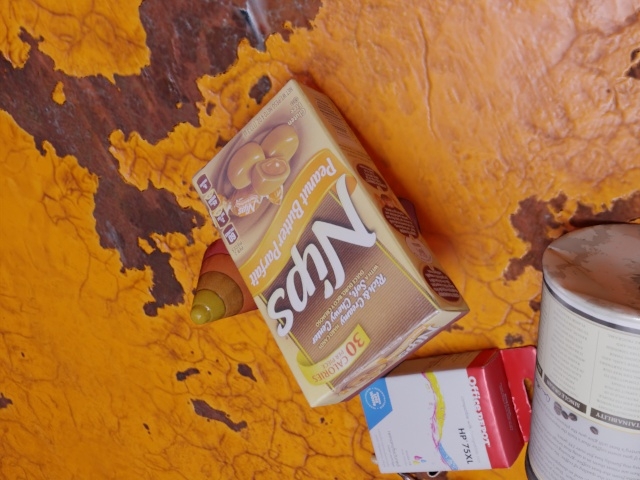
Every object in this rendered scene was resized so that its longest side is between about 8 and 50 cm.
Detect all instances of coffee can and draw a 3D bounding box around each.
[{"bbox_3d":[0.329,0.148,0.777,0.201,0.201,0.276,7,119,22],"label":"coffee can"}]

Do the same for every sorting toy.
[{"bbox_3d":[-0.043,0.044,0.948,0.365,0.126,0.127,-18,108,33],"label":"sorting toy"}]

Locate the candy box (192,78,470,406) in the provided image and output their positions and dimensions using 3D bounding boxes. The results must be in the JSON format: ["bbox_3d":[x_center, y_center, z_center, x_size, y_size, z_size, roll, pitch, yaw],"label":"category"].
[{"bbox_3d":[0.000,0.000,0.817,0.183,0.087,0.317,-41,64,23],"label":"candy box"}]

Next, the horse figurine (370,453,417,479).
[{"bbox_3d":[0.143,0.445,1.126,0.174,0.066,0.264,18,121,23],"label":"horse figurine"}]

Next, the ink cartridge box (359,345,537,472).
[{"bbox_3d":[0.176,0.222,0.953,0.230,0.078,0.134,-14,93,31],"label":"ink cartridge box"}]

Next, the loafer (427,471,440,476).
[{"bbox_3d":[0.181,0.287,1.031,0.045,0.039,0.125,25,125,12],"label":"loafer"}]
